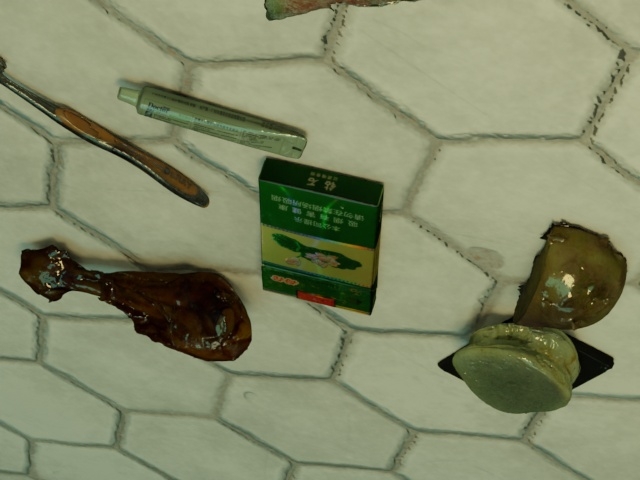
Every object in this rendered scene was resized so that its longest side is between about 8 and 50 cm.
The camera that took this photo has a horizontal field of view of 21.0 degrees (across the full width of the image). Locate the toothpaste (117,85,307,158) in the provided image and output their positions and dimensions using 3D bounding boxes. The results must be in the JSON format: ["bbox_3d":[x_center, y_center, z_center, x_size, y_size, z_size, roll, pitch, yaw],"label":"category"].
[{"bbox_3d":[-0.110,-0.121,1.750,0.197,0.029,0.048,16,152,-4],"label":"toothpaste"}]

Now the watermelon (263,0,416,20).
[{"bbox_3d":[0.036,-0.244,1.444,0.139,0.071,0.187,22,142,-21],"label":"watermelon"}]

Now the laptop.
[{"bbox_3d":[0.236,0.147,2.022,0.135,0.016,0.197,27,148,-14],"label":"laptop"}]

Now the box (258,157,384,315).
[{"bbox_3d":[0.000,0.000,1.883,0.132,0.034,0.235,13,150,7],"label":"box"}]

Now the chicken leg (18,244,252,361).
[{"bbox_3d":[-0.219,0.062,2.060,0.304,0.093,0.113,19,133,13],"label":"chicken leg"}]

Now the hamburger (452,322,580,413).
[{"bbox_3d":[0.224,0.144,1.951,0.140,0.062,0.133,-4,138,39],"label":"hamburger"}]

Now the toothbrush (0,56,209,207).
[{"bbox_3d":[-0.247,-0.119,1.828,0.321,0.023,0.031,34,149,-25],"label":"toothbrush"}]

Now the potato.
[{"bbox_3d":[0.258,0.066,1.806,0.101,0.089,0.172,16,148,-3],"label":"potato"}]
